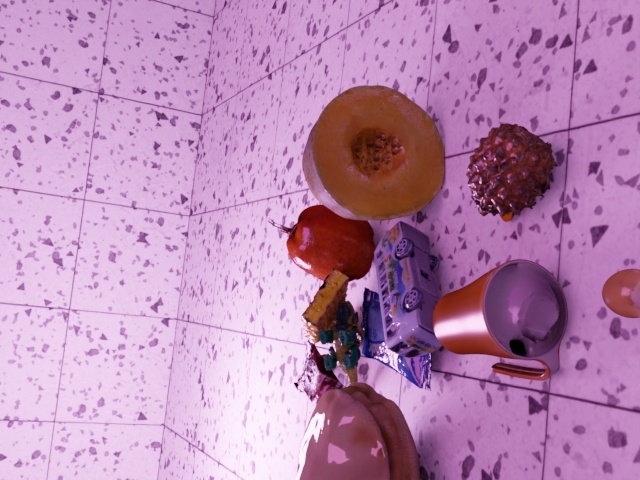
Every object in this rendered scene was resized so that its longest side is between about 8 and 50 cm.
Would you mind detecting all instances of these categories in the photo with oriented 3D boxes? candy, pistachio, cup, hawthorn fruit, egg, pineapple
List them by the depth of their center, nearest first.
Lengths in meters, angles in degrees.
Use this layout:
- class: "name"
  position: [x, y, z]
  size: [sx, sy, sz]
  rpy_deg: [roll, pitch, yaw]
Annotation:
- class: "egg"
  position: [0.498, 0.084, 1.230]
  size: [0.096, 0.080, 0.080]
  rpy_deg: [-164, 84, -72]
- class: "cup"
  position: [0.342, 0.164, 1.459]
  size: [0.226, 0.182, 0.264]
  rpy_deg: [63, 156, 2]
- class: "pineapple"
  position: [0.361, -0.124, 1.486]
  size: [0.193, 0.166, 0.166]
  rpy_deg: [-64, 31, 34]
- class: "pistachio"
  position: [0.077, 0.548, 1.716]
  size: [0.365, 0.281, 0.446]
  rpy_deg: [-10, 77, 59]
- class: "candy"
  position: [0.180, 0.230, 1.844]
  size: [0.331, 0.077, 0.187]
  rpy_deg: [-165, 78, -66]
- class: "hawthorn fruit"
  position: [0.000, 0.000, 2.041]
  size: [0.211, 0.298, 0.211]
  rpy_deg: [-164, 90, -80]

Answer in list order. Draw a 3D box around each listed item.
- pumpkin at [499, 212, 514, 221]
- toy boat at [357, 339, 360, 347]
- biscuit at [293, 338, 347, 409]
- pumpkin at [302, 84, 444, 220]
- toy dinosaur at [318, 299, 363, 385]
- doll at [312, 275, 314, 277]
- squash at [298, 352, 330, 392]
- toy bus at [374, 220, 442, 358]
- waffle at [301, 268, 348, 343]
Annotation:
- class: "pumpkin"
  position: [0.383, -0.076, 1.572]
  size: [0.050, 0.028, 0.083]
  rpy_deg: [125, 136, -55]
- class: "toy boat"
  position: [0.067, 0.250, 2.079]
  size: [0.066, 0.059, 0.140]
  rpy_deg: [-46, 39, 27]
- class: "biscuit"
  position: [0.004, 0.401, 2.101]
  size: [0.235, 0.063, 0.151]
  rpy_deg: [49, 120, 42]
- class: "pumpkin"
  position: [0.117, -0.189, 1.852]
  size: [0.199, 0.332, 0.333]
  rpy_deg: [141, 133, -72]
- class: "toy dinosaur"
  position: [0.063, 0.291, 1.953]
  size: [0.094, 0.153, 0.260]
  rpy_deg: [-3, 95, 25]
- class: "doll"
  position: [-0.006, 0.022, 2.296]
  size: [0.094, 0.079, 0.180]
  rpy_deg: [67, -143, -86]
- class: "squash"
  position: [-0.013, 0.393, 2.211]
  size: [0.183, 0.052, 0.052]
  rpy_deg: [-59, 34, 36]
- class: "toy bus"
  position: [0.200, 0.113, 1.724]
  size: [0.136, 0.109, 0.330]
  rpy_deg: [-42, 33, 32]
- class: "waffle"
  position: [0.012, 0.187, 1.992]
  size: [0.160, 0.055, 0.211]
  rpy_deg: [-55, -15, -23]
